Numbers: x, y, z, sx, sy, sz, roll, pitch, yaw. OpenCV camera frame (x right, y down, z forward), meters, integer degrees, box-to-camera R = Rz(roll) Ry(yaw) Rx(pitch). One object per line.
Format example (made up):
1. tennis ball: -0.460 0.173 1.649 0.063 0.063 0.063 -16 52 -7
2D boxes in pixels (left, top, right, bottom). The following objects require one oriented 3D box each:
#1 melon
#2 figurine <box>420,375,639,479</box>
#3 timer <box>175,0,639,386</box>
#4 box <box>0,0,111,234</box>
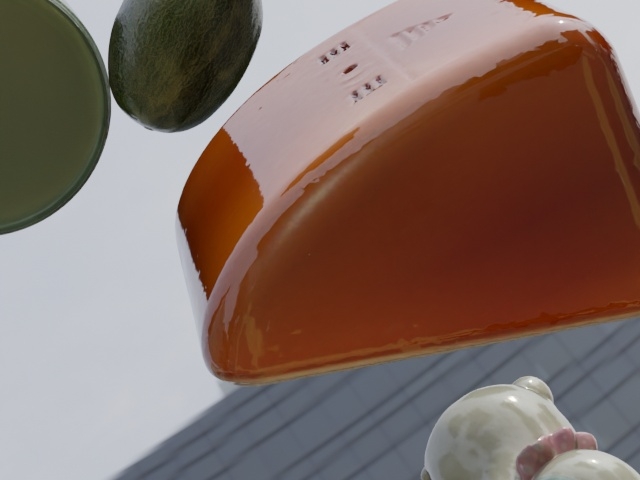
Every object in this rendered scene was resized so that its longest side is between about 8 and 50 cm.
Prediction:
1. melon: -0.107 -0.167 1.200 0.114 0.114 0.167 35 -102 -52
2. figurine: 0.177 0.210 1.126 0.155 0.235 0.127 -39 -56 -10
3. timer: 0.038 -0.025 0.831 0.250 0.257 0.161 -24 -71 -1
4. box: -0.300 -0.125 1.295 0.226 0.149 0.226 -3 -76 -12
